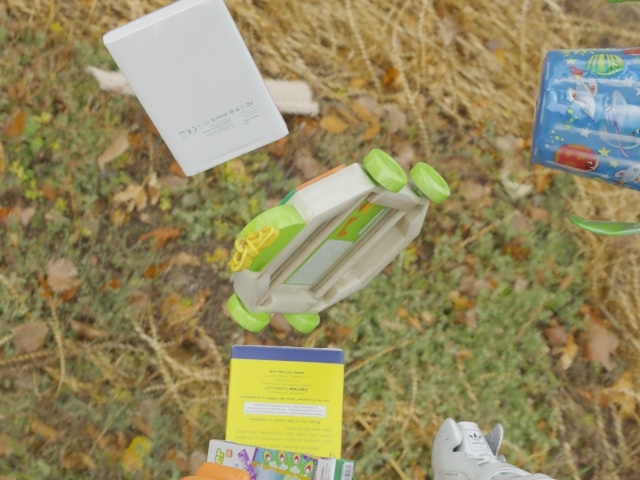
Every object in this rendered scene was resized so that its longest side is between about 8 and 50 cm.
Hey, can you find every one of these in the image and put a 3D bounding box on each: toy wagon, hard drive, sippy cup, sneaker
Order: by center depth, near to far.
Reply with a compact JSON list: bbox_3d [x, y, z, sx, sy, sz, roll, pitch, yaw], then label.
[{"bbox_3d":[0.000,0.000,1.216,0.068,0.267,0.344,53,21,24],"label":"toy wagon"},{"bbox_3d":[0.420,-0.179,1.469,0.224,0.240,0.305,8,70,8],"label":"sippy cup"},{"bbox_3d":[-0.213,-0.273,1.819,0.210,0.318,0.040,-22,42,6],"label":"hard drive"},{"bbox_3d":[0.298,0.412,1.834,0.137,0.366,0.210,10,63,-20],"label":"sneaker"}]

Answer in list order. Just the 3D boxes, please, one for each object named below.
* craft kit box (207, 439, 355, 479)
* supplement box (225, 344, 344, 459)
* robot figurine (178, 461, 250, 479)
[{"bbox_3d":[-0.075,0.429,1.501,0.061,0.247,0.250,19,74,-48],"label":"craft kit box"},{"bbox_3d":[-0.063,0.375,1.750,0.195,0.194,0.356,3,71,-1],"label":"supplement box"},{"bbox_3d":[-0.156,0.381,1.275,0.128,0.158,0.219,35,49,-9],"label":"robot figurine"}]
